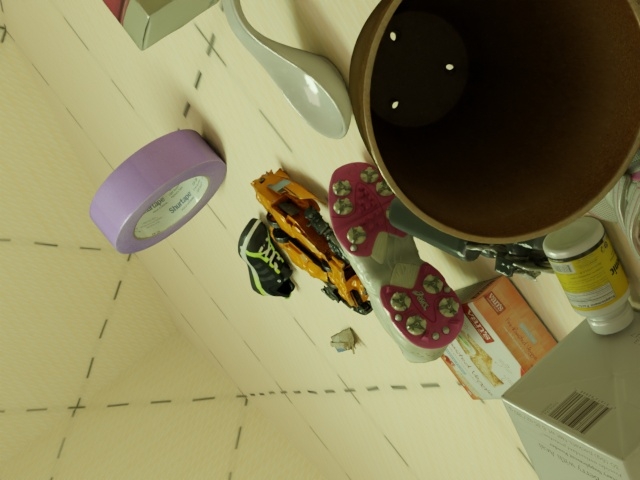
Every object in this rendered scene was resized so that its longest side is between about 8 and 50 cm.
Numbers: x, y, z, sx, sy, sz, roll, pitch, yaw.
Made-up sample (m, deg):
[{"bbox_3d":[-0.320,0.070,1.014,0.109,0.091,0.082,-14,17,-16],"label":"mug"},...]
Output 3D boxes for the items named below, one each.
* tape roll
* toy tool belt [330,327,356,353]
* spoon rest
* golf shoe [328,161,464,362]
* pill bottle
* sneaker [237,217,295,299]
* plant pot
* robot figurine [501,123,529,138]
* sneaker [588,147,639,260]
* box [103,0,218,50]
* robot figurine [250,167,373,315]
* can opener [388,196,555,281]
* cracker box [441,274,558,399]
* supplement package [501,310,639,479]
[{"bbox_3d":[-0.321,-0.095,1.906,0.090,0.275,0.275,48,162,12],"label":"tape roll"},{"bbox_3d":[0.047,0.212,1.950,0.051,0.052,0.083,60,163,3],"label":"toy tool belt"},{"bbox_3d":[-0.048,-0.246,1.246,0.276,0.084,0.137,60,161,-20],"label":"spoon rest"},{"bbox_3d":[0.088,0.035,1.312,0.140,0.115,0.306,92,158,-61],"label":"golf shoe"},{"bbox_3d":[0.283,0.039,0.995,0.116,0.065,0.065,60,161,-21],"label":"pill bottle"},{"bbox_3d":[-0.099,0.041,1.986,0.097,0.084,0.234,17,149,22],"label":"sneaker"},{"bbox_3d":[0.117,-0.142,0.844,0.237,0.237,0.254,59,176,-19],"label":"plant pot"},{"bbox_3d":[0.218,-0.070,0.943,0.101,0.067,0.115,14,139,51],"label":"robot figurine"},{"bbox_3d":[0.284,-0.031,0.778,0.103,0.111,0.252,59,162,-19],"label":"sneaker"},{"bbox_3d":[-0.258,-0.413,1.339,0.232,0.149,0.127,52,162,0],"label":"box"},{"bbox_3d":[0.000,0.000,1.601,0.291,0.085,0.211,38,158,39],"label":"robot figurine"},{"bbox_3d":[0.189,-0.017,1.147,0.280,0.074,0.093,23,111,55],"label":"can opener"},{"bbox_3d":[0.231,0.140,1.321,0.155,0.067,0.232,53,162,0],"label":"cracker box"},{"bbox_3d":[0.356,0.247,1.032,0.177,0.175,0.293,22,146,56],"label":"supplement package"}]
